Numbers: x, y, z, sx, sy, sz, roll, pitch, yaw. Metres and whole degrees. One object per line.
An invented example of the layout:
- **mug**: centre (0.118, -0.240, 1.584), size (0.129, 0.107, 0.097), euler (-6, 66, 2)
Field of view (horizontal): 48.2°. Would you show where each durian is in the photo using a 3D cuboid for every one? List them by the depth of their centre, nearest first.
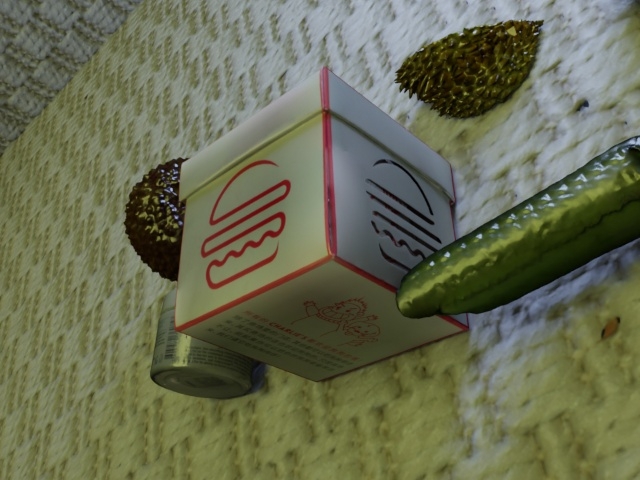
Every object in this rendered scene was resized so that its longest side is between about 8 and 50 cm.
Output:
- **durian**: centre (0.239, -0.277, 1.160), size (0.252, 0.144, 0.139), euler (-30, 9, 41)

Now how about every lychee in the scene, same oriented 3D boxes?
- **lychee**: centre (-0.247, -0.031, 1.401), size (0.267, 0.267, 0.267), euler (-27, 49, 35)

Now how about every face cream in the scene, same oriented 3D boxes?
- **face cream**: centre (-0.201, 0.184, 1.259), size (0.177, 0.177, 0.153), euler (-20, 55, 39)

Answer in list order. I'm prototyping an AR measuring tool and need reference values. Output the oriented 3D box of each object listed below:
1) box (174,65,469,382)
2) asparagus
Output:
- **box**: centre (0.000, 0.000, 1.050), size (0.312, 0.314, 0.300), euler (-26, 51, 35)
- **asparagus**: centre (0.269, -0.007, 0.855), size (0.382, 0.108, 0.128), euler (-30, 2, 16)
